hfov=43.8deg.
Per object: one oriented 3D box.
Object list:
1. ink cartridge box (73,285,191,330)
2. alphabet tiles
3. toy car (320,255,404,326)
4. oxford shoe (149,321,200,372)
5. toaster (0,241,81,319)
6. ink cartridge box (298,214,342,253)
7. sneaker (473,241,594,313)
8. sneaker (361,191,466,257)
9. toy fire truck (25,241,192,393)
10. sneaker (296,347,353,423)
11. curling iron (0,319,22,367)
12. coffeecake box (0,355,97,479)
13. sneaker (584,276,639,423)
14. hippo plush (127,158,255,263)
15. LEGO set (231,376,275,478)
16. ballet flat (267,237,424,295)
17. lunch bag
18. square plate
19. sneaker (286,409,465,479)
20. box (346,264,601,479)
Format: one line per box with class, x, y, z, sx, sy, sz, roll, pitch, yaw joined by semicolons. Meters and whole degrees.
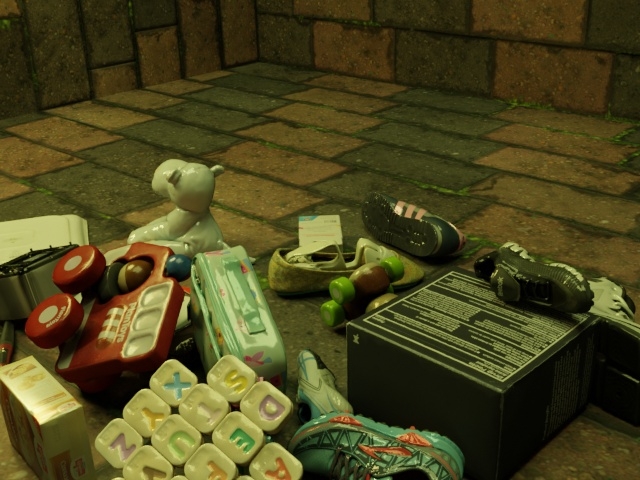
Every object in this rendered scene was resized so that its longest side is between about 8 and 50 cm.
ink cartridge box;-0.348;0.127;1.665;0.275;0.060;0.239;10;27;24
alphabet tiles;-0.174;0.297;1.097;0.278;0.021;0.284;34;72;28
toy car;0.121;0.149;1.550;0.155;0.149;0.188;-21;59;-30
oxford shoe;-0.241;0.203;1.468;0.227;0.082;0.096;-16;27;-2
toaster;-0.600;0.086;1.654;0.168;0.110;0.186;-9;15;32
ink cartridge box;0.000;0.000;1.923;0.104;0.061;0.181;-2;23;0
sneaker;0.333;0.070;1.287;0.106;0.078;0.234;-14;23;-22
sneaker;0.225;-0.034;1.964;0.131;0.112;0.319;3;21;-34
toy fire truck;-0.346;0.119;1.406;0.254;0.169;0.302;-13;40;21
sneaker;-0.012;0.253;1.338;0.086;0.085;0.237;-38;19;0
curling iron;-0.587;0.214;1.519;0.068;0.035;0.274;10;11;-29
coffeecake box;-0.421;0.282;1.212;0.068;0.142;0.185;-21;30;-36
sneaker;0.530;0.155;1.405;0.257;0.169;0.447;-19;27;-31
hippo plush;-0.336;-0.065;1.875;0.234;0.236;0.294;-19;29;-35
LEGO set;-0.126;0.321;1.150;0.093;0.087;0.227;-6;53;18
ballet flat;0.058;0.051;1.741;0.349;0.123;0.123;-4;24;-5
lunch bag;-0.144;0.154;1.317;0.108;0.224;0.279;-13;49;-18
square plate;-0.746;0.018;1.951;0.347;0.049;0.344;-9;24;-16
sneaker;0.072;0.323;1.138;0.262;0.104;0.125;3;26;12
box;0.243;0.203;1.297;0.296;0.182;0.294;20;30;41
